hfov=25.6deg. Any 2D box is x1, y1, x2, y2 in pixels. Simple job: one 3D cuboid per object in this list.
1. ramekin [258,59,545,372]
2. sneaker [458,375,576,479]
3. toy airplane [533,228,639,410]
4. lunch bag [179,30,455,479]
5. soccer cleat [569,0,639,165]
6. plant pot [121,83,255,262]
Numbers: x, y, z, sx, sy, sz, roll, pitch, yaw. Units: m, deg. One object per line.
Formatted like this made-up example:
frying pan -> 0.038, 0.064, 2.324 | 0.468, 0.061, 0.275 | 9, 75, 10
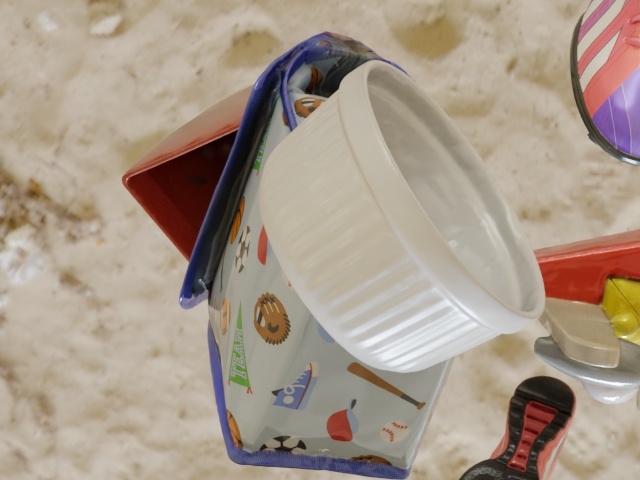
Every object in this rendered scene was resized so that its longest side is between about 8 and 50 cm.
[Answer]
ramekin -> 0.050, -0.008, 0.955 | 0.109, 0.207, 0.207 | -35, 108, 20
sneaker -> 0.285, 0.350, 2.029 | 0.116, 0.314, 0.136 | 22, 148, 26
toy airplane -> 0.346, 0.095, 1.871 | 0.384, 0.386, 0.272 | -1, 107, 49
lunch bag -> 0.000, 0.000, 1.468 | 0.239, 0.385, 0.327 | 10, 121, -18
soccer cleat -> 0.286, -0.210, 1.155 | 0.109, 0.318, 0.116 | 23, 153, -9
plant pot -> -0.054, -0.094, 1.902 | 0.267, 0.235, 0.267 | -19, 119, 39
